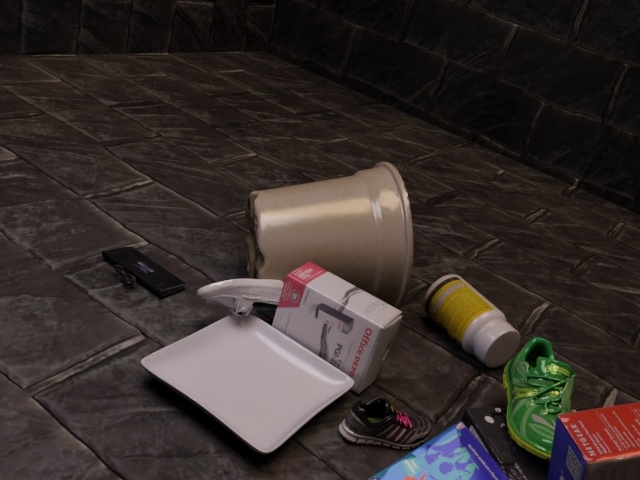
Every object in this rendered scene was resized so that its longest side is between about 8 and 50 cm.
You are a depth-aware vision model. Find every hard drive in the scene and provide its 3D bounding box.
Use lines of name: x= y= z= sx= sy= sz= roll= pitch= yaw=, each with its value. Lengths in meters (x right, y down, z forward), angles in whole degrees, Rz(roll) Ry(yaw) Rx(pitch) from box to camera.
hard drive: x=0.436 y=0.394 z=1.189 sx=0.338 sy=0.064 sz=0.237 roll=5 pitch=28 yaw=-21

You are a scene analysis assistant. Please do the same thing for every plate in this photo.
plate: x=-0.121 y=0.241 z=1.180 sx=0.278 sy=0.045 sz=0.277 roll=28 pitch=27 yaw=24

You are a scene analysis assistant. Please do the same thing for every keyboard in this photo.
keyboard: x=-0.376 y=0.065 z=1.409 sx=0.180 sy=0.023 sz=0.108 roll=29 pitch=22 yaw=25

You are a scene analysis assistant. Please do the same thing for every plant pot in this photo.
plant pot: x=0.000 y=0.000 z=1.474 sx=0.305 sy=0.334 sz=0.334 roll=-3 pitch=30 yaw=-14

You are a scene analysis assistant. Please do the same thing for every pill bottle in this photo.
pill bottle: x=0.331 y=0.176 z=1.501 sx=0.119 sy=0.119 sz=0.208 roll=-1 pitch=31 yaw=-33

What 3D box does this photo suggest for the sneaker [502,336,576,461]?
sneaker: x=0.387 y=0.271 z=1.192 sx=0.109 sy=0.124 sz=0.295 roll=15 pitch=26 yaw=-5

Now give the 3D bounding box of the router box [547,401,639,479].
router box: x=0.445 y=0.354 z=0.878 sx=0.301 sy=0.335 sz=0.082 roll=-7 pitch=29 yaw=-5

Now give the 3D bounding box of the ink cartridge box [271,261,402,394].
ink cartridge box: x=0.025 y=0.163 z=1.293 sx=0.218 sy=0.159 sz=0.092 roll=27 pitch=26 yaw=21

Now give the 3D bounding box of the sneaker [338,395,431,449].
sneaker: x=0.119 y=0.306 z=1.160 sx=0.170 sy=0.075 sz=0.063 roll=8 pitch=27 yaw=-18

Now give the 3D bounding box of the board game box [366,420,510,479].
board game box: x=0.161 y=0.374 z=0.959 sx=0.210 sy=0.047 sz=0.160 roll=-30 pitch=41 yaw=-10

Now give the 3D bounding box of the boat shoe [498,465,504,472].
boat shoe: x=0.235 y=0.413 z=1.002 sx=0.079 sy=0.095 sz=0.254 roll=20 pitch=32 yaw=-19

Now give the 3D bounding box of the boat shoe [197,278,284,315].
boat shoe: x=-0.147 y=0.113 z=1.310 sx=0.184 sy=0.066 sz=0.063 roll=4 pitch=65 yaw=-40
